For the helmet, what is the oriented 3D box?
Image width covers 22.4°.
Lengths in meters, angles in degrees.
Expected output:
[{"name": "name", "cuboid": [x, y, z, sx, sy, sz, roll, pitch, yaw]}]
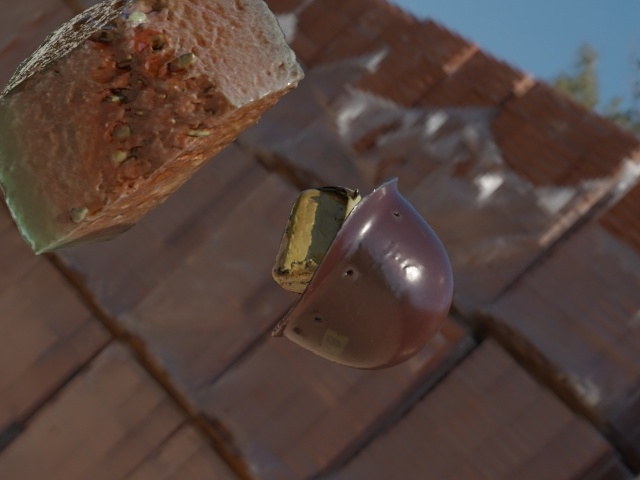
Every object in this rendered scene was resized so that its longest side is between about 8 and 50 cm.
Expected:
[{"name": "helmet", "cuboid": [0.050, 0.036, 1.253, 0.106, 0.155, 0.175, 34, -33, 9]}]

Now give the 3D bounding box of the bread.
[{"name": "bread", "cuboid": [0.000, 0.000, 1.445, 0.072, 0.106, 0.053, -1, -42, 23]}]

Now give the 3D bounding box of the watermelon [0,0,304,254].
[{"name": "watermelon", "cuboid": [-0.141, -0.121, 1.312, 0.140, 0.257, 0.193, -11, 81, -62]}]
